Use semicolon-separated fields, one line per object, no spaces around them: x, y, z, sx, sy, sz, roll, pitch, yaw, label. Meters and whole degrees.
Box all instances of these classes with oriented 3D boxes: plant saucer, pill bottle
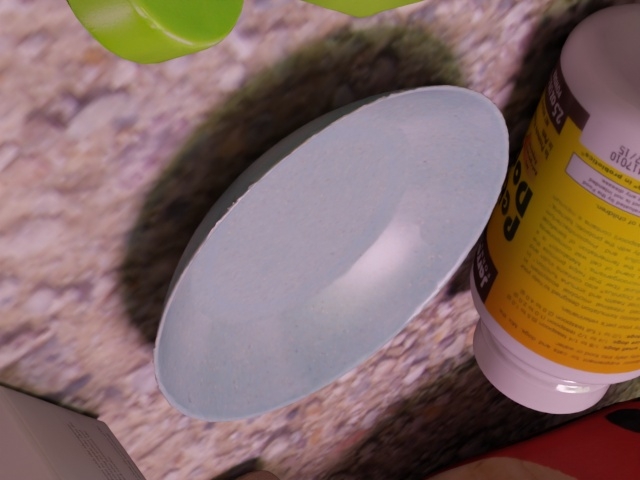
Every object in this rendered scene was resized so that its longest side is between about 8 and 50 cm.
0.000;0.000;0.557;0.195;0.037;0.195;-30;149;-20;plant saucer
0.150;-0.007;0.648;0.117;0.117;0.215;-21;144;-34;pill bottle

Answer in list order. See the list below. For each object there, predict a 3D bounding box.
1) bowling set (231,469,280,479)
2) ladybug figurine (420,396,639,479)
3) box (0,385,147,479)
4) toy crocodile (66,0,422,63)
-0.011;0.284;0.667;0.154;0.200;0.287;-29;116;-36;bowling set
0.190;0.212;0.889;0.305;0.162;0.449;-26;168;32;ladybug figurine
-0.123;0.135;0.521;0.102;0.101;0.087;-44;150;3;box
-0.054;-0.110;0.291;0.115;0.105;0.340;-11;173;38;toy crocodile
